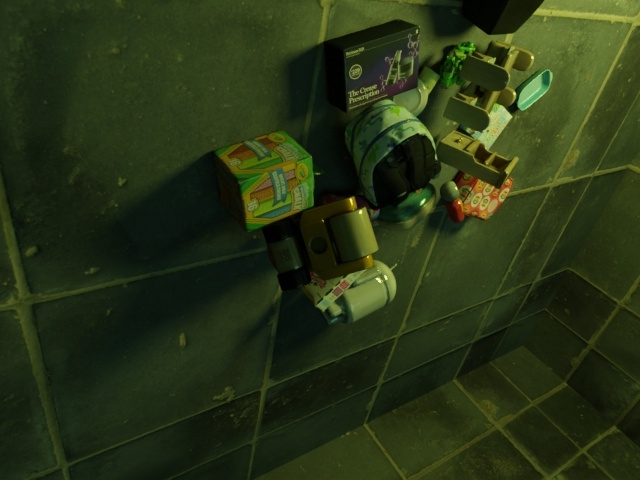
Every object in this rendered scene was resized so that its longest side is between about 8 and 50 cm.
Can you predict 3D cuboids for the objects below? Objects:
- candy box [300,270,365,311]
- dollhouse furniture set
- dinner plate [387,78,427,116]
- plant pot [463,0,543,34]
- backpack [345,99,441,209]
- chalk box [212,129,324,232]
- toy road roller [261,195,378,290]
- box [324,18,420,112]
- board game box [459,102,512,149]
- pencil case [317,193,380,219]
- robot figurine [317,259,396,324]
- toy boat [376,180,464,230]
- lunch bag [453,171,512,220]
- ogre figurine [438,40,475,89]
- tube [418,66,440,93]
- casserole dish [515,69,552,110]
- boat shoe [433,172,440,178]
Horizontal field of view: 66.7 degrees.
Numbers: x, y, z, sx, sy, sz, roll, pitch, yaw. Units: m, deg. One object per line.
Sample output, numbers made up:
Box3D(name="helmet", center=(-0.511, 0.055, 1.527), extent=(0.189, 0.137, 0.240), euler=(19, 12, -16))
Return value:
Box3D(name="candy box", center=(0.036, 0.126, 1.806), extent=(0.233, 0.159, 0.071), euler=(-46, 139, 2))
Box3D(name="dollhouse furniture set", center=(0.580, -0.414, 1.611), extent=(0.362, 0.256, 0.394), euler=(-39, 153, -49))
Box3D(name="dinner plate", center=(0.275, -0.453, 1.556), extent=(0.141, 0.017, 0.141), euler=(-2, 121, -3))
Box3D(name="plant pot", center=(0.547, -0.731, 1.472), extent=(0.187, 0.188, 0.167), euler=(-17, 145, -29))
Box3D(name="backpack", center=(0.219, -0.268, 1.516), extent=(0.290, 0.273, 0.355), euler=(-32, 173, 9))
Box3D(name="chalk box", center=(-0.130, -0.183, 1.382), extent=(0.289, 0.180, 0.179), euler=(-25, 137, -23))
Box3D(name="toy road roller", center=(0.000, 0.000, 1.449), extent=(0.329, 0.240, 0.202), euler=(-16, 96, 12))
Box3D(name="box", center=(0.151, -0.500, 1.391), extent=(0.261, 0.103, 0.184), euler=(-26, 131, -20))
Box3D(name="board game box", center=(0.646, -0.461, 1.893), extent=(0.211, 0.039, 0.160), euler=(17, 112, -48))
Box3D(name="pencil case", center=(0.099, -0.111, 1.699), extent=(0.236, 0.104, 0.104), euler=(-5, 127, -36))
Box3D(name="robot figurine", center=(0.155, 0.202, 1.940), extent=(0.353, 0.200, 0.300), euler=(-24, 157, -22))
Box3D(name="toy boat", center=(0.359, -0.144, 1.731), extent=(0.267, 0.318, 0.148), euler=(-46, 125, -32))
Box3D(name="lunch bag", center=(0.691, -0.225, 2.075), extent=(0.293, 0.120, 0.258), euler=(12, 115, -45))
Box3D(name="ogre figurine", center=(0.440, -0.567, 1.584), extent=(0.097, 0.197, 0.118), euler=(16, 136, 3))
Box3D(name="tube", center=(0.300, -0.449, 1.602), extent=(0.240, 0.070, 0.062), euler=(-56, 180, 20))
Box3D(name="casserole dish", center=(0.840, -0.602, 1.933), extent=(0.188, 0.037, 0.114), euler=(-39, 141, -4))
Box3D(name="boat shoe", center=(0.354, -0.304, 1.759), extent=(0.084, 0.095, 0.258), euler=(-38, 130, 0))
